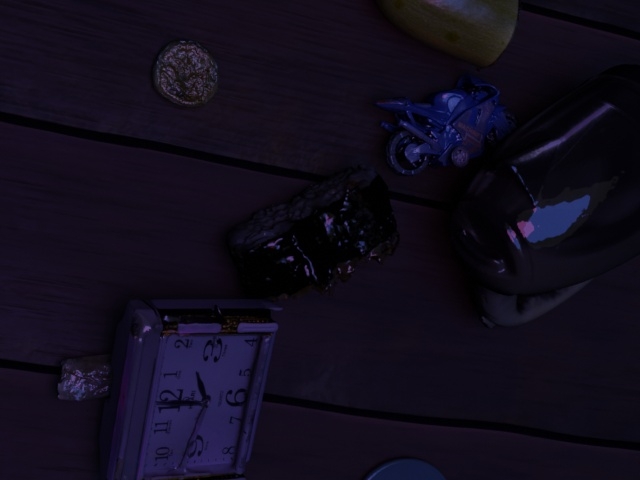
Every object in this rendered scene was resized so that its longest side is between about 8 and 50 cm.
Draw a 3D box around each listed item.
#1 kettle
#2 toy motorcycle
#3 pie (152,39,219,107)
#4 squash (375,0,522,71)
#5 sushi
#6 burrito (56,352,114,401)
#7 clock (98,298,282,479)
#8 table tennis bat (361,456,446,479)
[{"bbox_3d":[0.305,-0.025,1.421,0.324,0.228,0.321,-30,143,-22],"label":"kettle"},{"bbox_3d":[0.166,-0.151,1.428,0.205,0.076,0.114,-15,99,-22],"label":"toy motorcycle"},{"bbox_3d":[-0.159,-0.198,1.329,0.084,0.021,0.084,-1,93,-17],"label":"pie"},{"bbox_3d":[0.147,-0.300,1.382,0.187,0.123,0.123,21,88,-22],"label":"squash"},{"bbox_3d":[0.000,0.000,1.343,0.212,0.147,0.115,-29,106,-17],"label":"sushi"},{"bbox_3d":[-0.230,0.157,1.328,0.171,0.042,0.051,-5,87,-22],"label":"burrito"},{"bbox_3d":[-0.154,0.181,1.304,0.186,0.083,0.253,2,111,-29],"label":"clock"},{"bbox_3d":[0.089,0.405,1.476,0.153,0.040,0.244,29,81,-20],"label":"table tennis bat"}]
